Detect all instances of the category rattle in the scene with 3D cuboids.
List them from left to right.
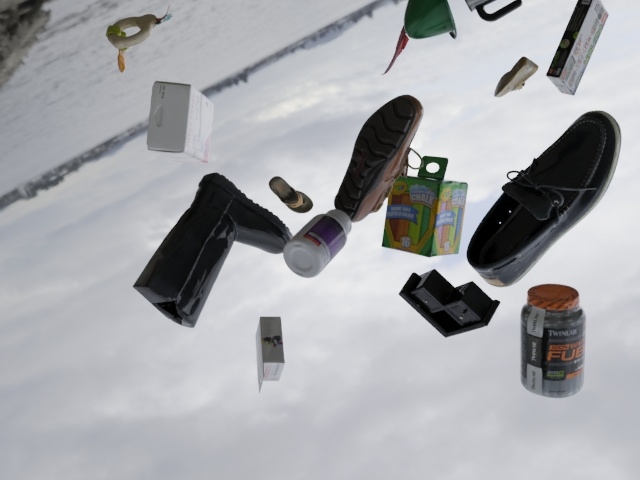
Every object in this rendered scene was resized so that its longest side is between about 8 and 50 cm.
[{"bbox_3d":[-0.499,-0.576,1.980,0.199,0.143,0.130,-30,-145,-18],"label":"rattle"}]

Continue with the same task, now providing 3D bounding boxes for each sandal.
[{"bbox_3d":[-0.093,-0.142,2.236,0.072,0.180,0.049,-51,-148,1],"label":"sandal"}]

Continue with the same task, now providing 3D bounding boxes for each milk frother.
[{"bbox_3d":[0.382,-0.574,1.546,0.134,0.129,0.143,-23,162,26],"label":"milk frother"}]

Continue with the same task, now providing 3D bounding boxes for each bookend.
[{"bbox_3d":[0.285,0.129,1.537,0.072,0.156,0.157,-52,-170,-30],"label":"bookend"}]

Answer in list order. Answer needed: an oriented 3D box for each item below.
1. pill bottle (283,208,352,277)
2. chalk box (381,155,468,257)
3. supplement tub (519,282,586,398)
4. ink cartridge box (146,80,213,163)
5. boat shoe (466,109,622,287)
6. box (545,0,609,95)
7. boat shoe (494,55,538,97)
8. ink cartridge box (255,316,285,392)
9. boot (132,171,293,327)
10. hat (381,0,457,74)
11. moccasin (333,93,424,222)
[{"bbox_3d":[0.000,0.000,1.679,0.108,0.108,0.193,-15,-161,38],"label":"pill bottle"},{"bbox_3d":[0.318,-0.109,2.072,0.180,0.289,0.179,12,-170,38],"label":"chalk box"},{"bbox_3d":[0.710,0.304,2.116,0.193,0.316,0.193,-6,-162,2],"label":"supplement tub"},{"bbox_3d":[-0.423,-0.353,2.117,0.117,0.207,0.283,6,-179,5],"label":"ink cartridge box"},{"bbox_3d":[0.534,-0.099,1.673,0.500,0.156,0.187,-54,-133,17],"label":"boat shoe"},{"bbox_3d":[0.595,-0.453,1.596,0.036,0.114,0.207,25,-87,38],"label":"box"},{"bbox_3d":[0.547,-0.446,1.931,0.170,0.059,0.063,133,-25,-66],"label":"boat shoe"},{"bbox_3d":[-0.135,0.307,1.849,0.061,0.104,0.181,2,-129,-12],"label":"ink cartridge box"},{"bbox_3d":[-0.302,0.068,2.068,0.146,0.367,0.445,-30,-151,47],"label":"boot"},{"bbox_3d":[0.189,-0.482,1.532,0.183,0.208,0.173,-23,-156,9],"label":"hat"},{"bbox_3d":[0.164,-0.200,1.739,0.147,0.380,0.139,-17,-130,-38],"label":"moccasin"}]
